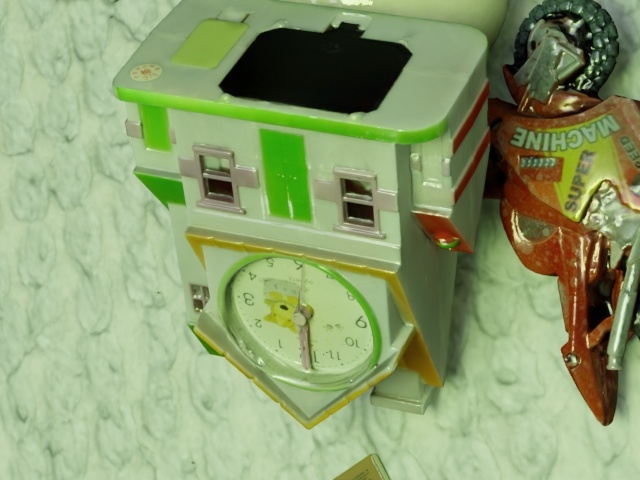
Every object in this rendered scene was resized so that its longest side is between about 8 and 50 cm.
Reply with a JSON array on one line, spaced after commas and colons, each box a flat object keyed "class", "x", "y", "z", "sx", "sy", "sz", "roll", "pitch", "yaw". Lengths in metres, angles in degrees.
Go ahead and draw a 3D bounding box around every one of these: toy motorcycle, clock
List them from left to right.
[{"class": "clock", "x": 0.000, "y": 0.000, "z": 1.230, "sx": 0.235, "sy": 0.166, "sz": 0.309, "roll": 10, "pitch": 131, "yaw": 20}, {"class": "toy motorcycle", "x": 0.196, "y": -0.029, "z": 1.237, "sx": 0.171, "sy": 0.089, "sz": 0.298, "roll": -32, "pitch": 68, "yaw": 22}]

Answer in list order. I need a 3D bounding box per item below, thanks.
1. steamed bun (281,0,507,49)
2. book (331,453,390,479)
[{"class": "steamed bun", "x": 0.032, "y": -0.157, "z": 1.299, "sx": 0.228, "sy": 0.177, "sz": 0.130, "roll": -10, "pitch": 74, "yaw": 21}, {"class": "book", "x": 0.035, "y": 0.269, "z": 1.323, "sx": 0.118, "sy": 0.012, "sz": 0.172, "roll": -36, "pitch": 66, "yaw": 19}]
